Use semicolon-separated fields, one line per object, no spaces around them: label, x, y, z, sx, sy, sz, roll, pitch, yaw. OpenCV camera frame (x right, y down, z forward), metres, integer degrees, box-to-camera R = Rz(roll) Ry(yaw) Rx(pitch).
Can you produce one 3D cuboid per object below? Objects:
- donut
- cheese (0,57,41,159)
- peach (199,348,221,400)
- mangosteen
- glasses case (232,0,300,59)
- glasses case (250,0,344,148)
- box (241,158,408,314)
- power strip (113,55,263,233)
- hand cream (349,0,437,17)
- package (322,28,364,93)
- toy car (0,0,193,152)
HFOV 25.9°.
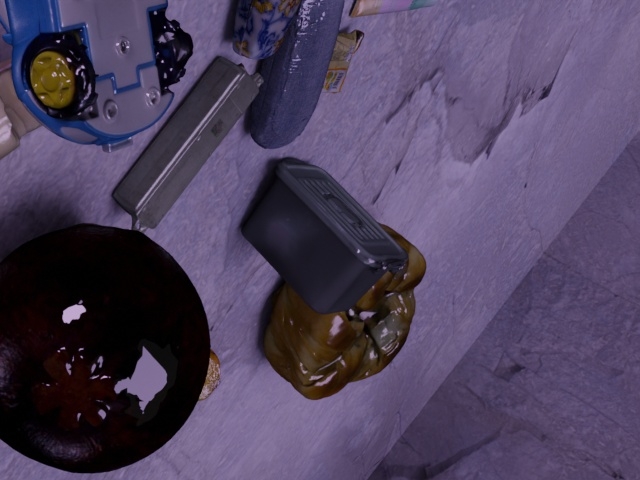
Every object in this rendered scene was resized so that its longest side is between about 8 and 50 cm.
donut;0.051;0.129;2.532;0.360;0.170;0.360;-42;154;-26
cheese;-0.311;-0.154;1.448;0.286;0.163;0.082;-44;116;-48
peach;-0.211;0.213;2.254;0.098;0.061;0.098;-19;119;-39
mangosteen;-0.281;0.120;1.721;0.347;0.307;0.306;-88;-157;-71
glasses case;-0.053;-0.348;1.792;0.087;0.065;0.248;-25;142;-50
glasses case;-0.033;-0.251;1.967;0.109;0.067;0.282;-27;146;-43
box;0.000;0.000;2.176;0.135;0.243;0.163;-51;161;18
power strip;-0.179;-0.129;1.858;0.272;0.052;0.078;-53;158;-5
hand cream;0.114;-0.377;2.133;0.174;0.047;0.076;-12;134;-48
package;0.008;-0.265;2.079;0.121;0.031;0.108;-11;131;-51
toy car;-0.244;-0.241;1.346;0.198;0.166;0.314;-31;118;-54
